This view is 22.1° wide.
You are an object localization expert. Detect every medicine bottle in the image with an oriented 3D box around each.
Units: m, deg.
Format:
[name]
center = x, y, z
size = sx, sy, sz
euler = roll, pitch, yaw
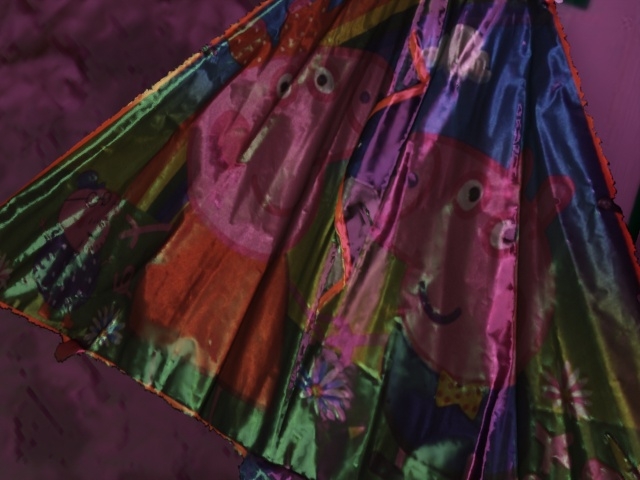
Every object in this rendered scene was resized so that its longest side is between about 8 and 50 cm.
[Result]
[medicine bottle]
center = 0.076, -0.107, 0.471
size = 0.095, 0.095, 0.260
euler = 19, 90, 9

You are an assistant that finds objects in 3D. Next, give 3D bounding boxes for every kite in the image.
[kite]
center = 0.000, 0.000, 0.436
size = 0.321, 0.016, 0.234
euler = 24, 100, 39
